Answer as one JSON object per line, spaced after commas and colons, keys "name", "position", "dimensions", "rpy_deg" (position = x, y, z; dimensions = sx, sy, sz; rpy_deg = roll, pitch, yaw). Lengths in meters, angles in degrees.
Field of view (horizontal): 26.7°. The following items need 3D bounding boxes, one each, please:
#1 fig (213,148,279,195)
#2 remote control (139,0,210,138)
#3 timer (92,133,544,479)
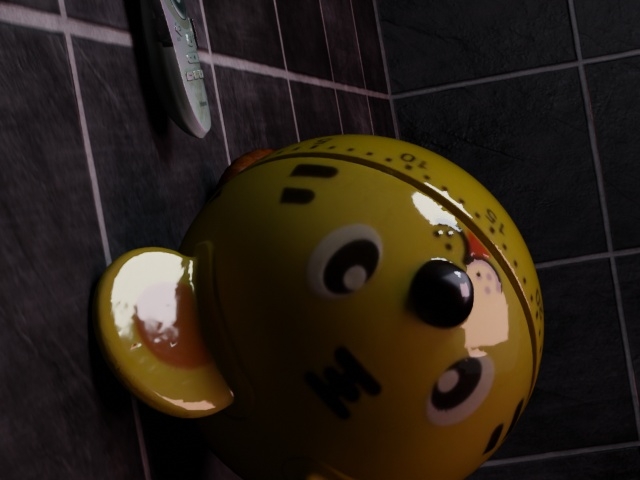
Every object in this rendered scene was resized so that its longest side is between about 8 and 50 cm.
{"name": "fig", "position": [-0.062, -0.028, 1.475], "dimensions": [0.150, 0.128, 0.128], "rpy_deg": [-60, -178, 18]}
{"name": "remote control", "position": [-0.155, -0.221, 1.307], "dimensions": [0.097, 0.045, 0.256], "rpy_deg": [-38, 116, -80]}
{"name": "timer", "position": [0.015, 0.095, 1.172], "dimensions": [0.387, 0.376, 0.376], "rpy_deg": [-49, 132, -50]}
